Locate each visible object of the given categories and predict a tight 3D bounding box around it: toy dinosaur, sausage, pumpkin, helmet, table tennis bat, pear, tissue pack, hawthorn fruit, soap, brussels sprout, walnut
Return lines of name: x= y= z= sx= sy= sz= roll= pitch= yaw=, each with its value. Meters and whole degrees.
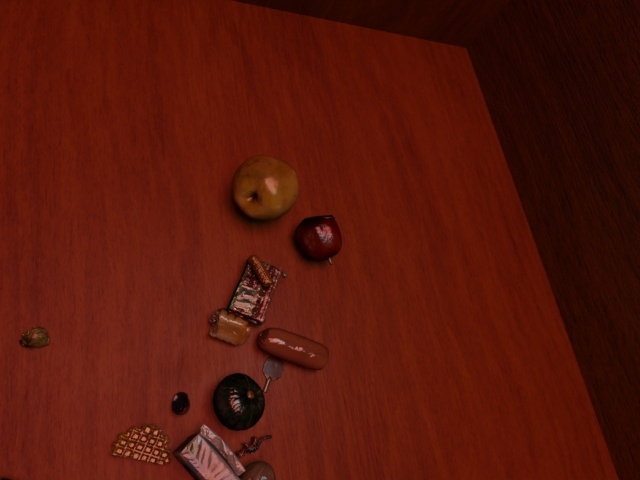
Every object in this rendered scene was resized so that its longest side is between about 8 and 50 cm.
toy dinosaur: x=-0.256 y=0.783 z=1.665 sx=0.154 sy=0.049 sz=0.055 roll=-19 pitch=76 yaw=-24
sausage: x=-0.115 y=0.452 z=1.826 sx=0.305 sy=0.121 sz=0.121 roll=23 pitch=62 yaw=-15
pumpkin: x=-0.310 y=0.613 z=1.652 sx=0.211 sy=0.152 sz=0.211 roll=44 pitch=30 yaw=-33
helmet: x=-0.514 y=0.613 z=1.620 sx=0.065 sy=0.049 sz=0.084 roll=-14 pitch=43 yaw=3
table tennis bat: x=-0.204 y=0.554 z=1.808 sx=0.087 sy=0.013 sz=0.156 roll=28 pitch=59 yaw=-15
pear: x=-0.244 y=-0.238 z=1.953 sx=0.315 sy=0.314 sz=0.314 roll=9 pitch=66 yaw=-21
tissue pack: x=-0.387 y=0.784 z=1.545 sx=0.229 sy=0.159 sz=0.145 roll=49 pitch=54 yaw=1
hawthorn fruit: x=0.000 y=0.000 z=2.022 sx=0.215 sy=0.215 sz=0.249 roll=-33 pitch=98 yaw=-31
soap: x=-0.286 y=0.217 z=1.859 sx=0.218 sy=0.098 sz=0.273 roll=26 pitch=61 yaw=-13
brussels sprout: x=-0.997 y=0.339 z=1.512 sx=0.085 sy=0.058 sz=0.085 roll=2 pitch=69 yaw=-5
walnut: x=-0.236 y=0.892 z=1.582 sx=0.140 sy=0.140 sz=0.162 roll=37 pitch=46 yaw=-6

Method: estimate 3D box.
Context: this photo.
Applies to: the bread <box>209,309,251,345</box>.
bread: x=-0.370 y=0.354 z=1.762 sx=0.177 sy=0.084 sz=0.119 roll=27 pitch=97 yaw=-14

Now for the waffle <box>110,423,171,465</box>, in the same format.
waffle: x=-0.626 y=0.730 z=1.522 sx=0.192 sy=0.046 sz=0.160 roll=-12 pitch=74 yaw=-27

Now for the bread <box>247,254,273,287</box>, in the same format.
bread: x=-0.252 y=0.128 z=1.827 sx=0.052 sy=0.044 sz=0.157 roll=-30 pitch=80 yaw=-21

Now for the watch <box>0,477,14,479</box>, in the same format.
watch: x=-0.949 y=0.835 z=1.315 sx=0.268 sy=0.102 sz=0.165 roll=46 pitch=65 yaw=-12
